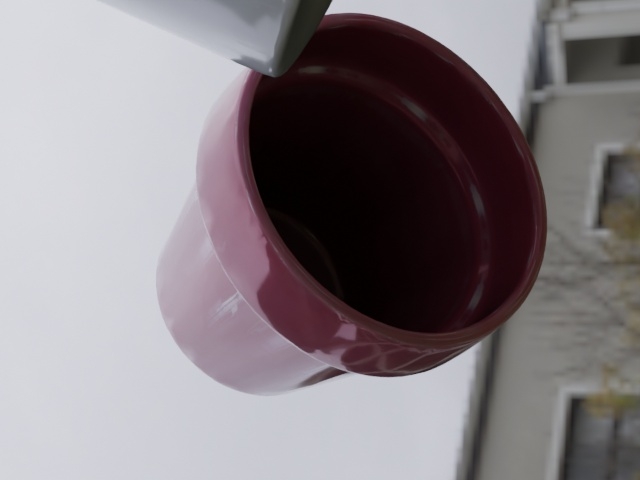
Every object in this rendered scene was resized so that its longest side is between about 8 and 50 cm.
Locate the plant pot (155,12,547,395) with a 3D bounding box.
[{"bbox_3d":[0.000,0.000,0.989,0.201,0.180,0.201,15,-122,-25],"label":"plant pot"}]

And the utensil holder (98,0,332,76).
[{"bbox_3d":[-0.126,-0.285,0.744,0.328,0.385,0.327,-63,0,-1],"label":"utensil holder"}]
